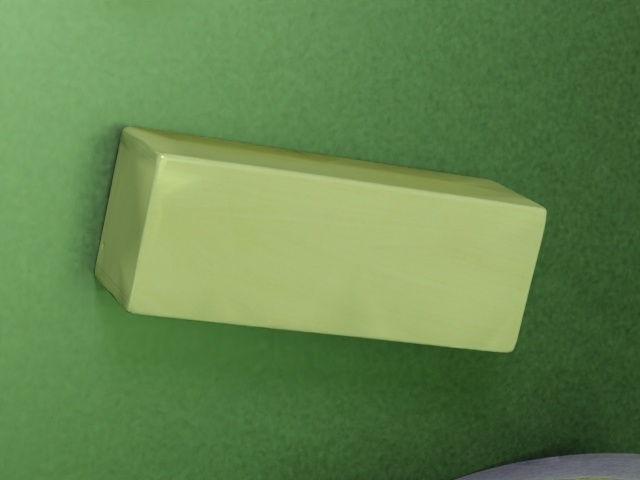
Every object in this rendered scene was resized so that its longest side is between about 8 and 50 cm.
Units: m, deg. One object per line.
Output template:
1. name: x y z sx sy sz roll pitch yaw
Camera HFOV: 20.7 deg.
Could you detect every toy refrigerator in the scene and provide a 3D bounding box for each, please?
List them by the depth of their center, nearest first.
1. toy refrigerator: 0.000 0.000 1.131 0.269 0.094 0.102 7 103 -23

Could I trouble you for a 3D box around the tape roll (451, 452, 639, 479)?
1. tape roll: 0.153 0.231 1.131 0.274 0.275 0.090 -16 105 -20
